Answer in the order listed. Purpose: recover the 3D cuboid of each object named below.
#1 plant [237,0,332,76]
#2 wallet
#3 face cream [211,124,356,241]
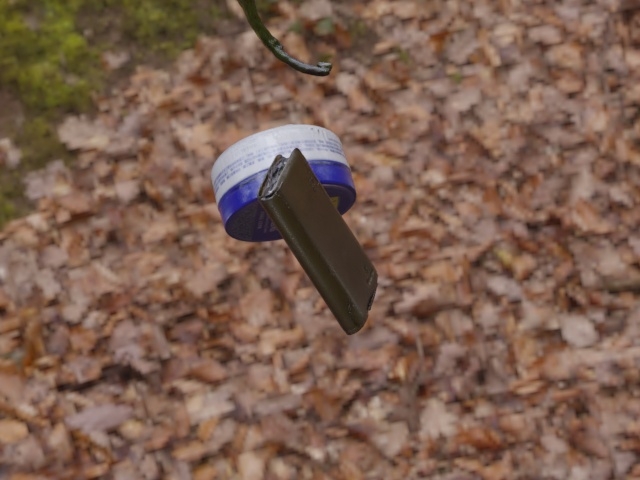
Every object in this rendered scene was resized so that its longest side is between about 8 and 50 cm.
[{"bbox_3d":[-0.139,-0.424,2.321,0.251,0.333,0.180,-1,18,27],"label":"plant"},{"bbox_3d":[0.000,0.000,1.507,0.031,0.198,0.110,-20,27,27],"label":"wallet"},{"bbox_3d":[-0.057,-0.087,2.003,0.206,0.111,0.206,-13,-18,-4],"label":"face cream"}]
